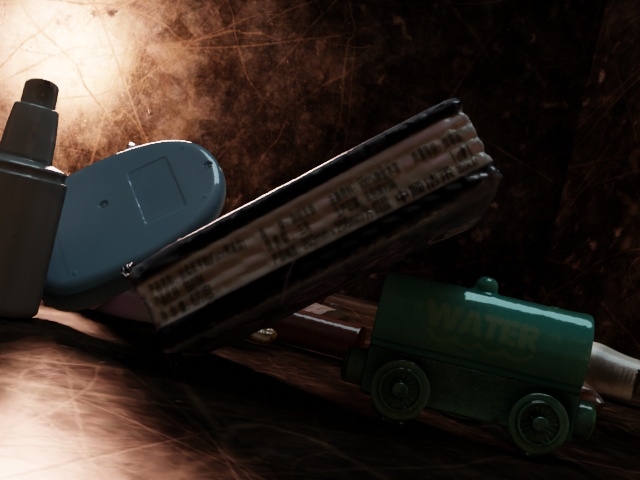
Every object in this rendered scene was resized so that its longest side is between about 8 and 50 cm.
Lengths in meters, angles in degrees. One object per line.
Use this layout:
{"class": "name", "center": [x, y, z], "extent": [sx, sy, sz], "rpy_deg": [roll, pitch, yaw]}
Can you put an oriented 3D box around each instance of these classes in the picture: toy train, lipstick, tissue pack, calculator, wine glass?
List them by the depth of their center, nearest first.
{"class": "toy train", "center": [0.149, 0.113, 0.837], "extent": [0.248, 0.159, 0.101], "rpy_deg": [12, -6, 6]}
{"class": "tissue pack", "center": [0.000, 0.000, 0.897], "extent": [0.361, 0.122, 0.259], "rpy_deg": [-28, -5, 1]}
{"class": "calculator", "center": [-0.252, -0.017, 1.004], "extent": [0.188, 0.302, 0.042], "rpy_deg": [60, -5, 34]}
{"class": "lipstick", "center": [-0.108, 0.110, 1.271], "extent": [0.356, 0.057, 0.057], "rpy_deg": [13, -1, 19]}
{"class": "wine glass", "center": [0.492, 0.237, 1.619], "extent": [0.222, 0.103, 0.103], "rpy_deg": [15, 0, 35]}

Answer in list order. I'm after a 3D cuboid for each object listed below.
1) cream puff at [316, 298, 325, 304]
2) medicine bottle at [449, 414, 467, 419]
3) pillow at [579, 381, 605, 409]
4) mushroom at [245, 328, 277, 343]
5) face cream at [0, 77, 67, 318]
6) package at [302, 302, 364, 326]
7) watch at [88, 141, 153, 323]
{"class": "cream puff", "center": [-0.052, 0.123, 2.085], "extent": [0.149, 0.084, 0.149], "rpy_deg": [13, 3, -1]}
{"class": "medicine bottle", "center": [0.160, 0.150, 0.952], "extent": [0.052, 0.089, 0.052], "rpy_deg": [14, -1, 0]}
{"class": "pillow", "center": [0.237, 0.174, 1.124], "extent": [0.223, 0.084, 0.236], "rpy_deg": [15, 2, 4]}
{"class": "mushroom", "center": [-0.118, 0.101, 1.196], "extent": [0.129, 0.088, 0.073], "rpy_deg": [31, 26, -4]}
{"class": "face cream", "center": [-0.325, -0.048, 0.916], "extent": [0.101, 0.252, 0.101], "rpy_deg": [13, -1, 0]}
{"class": "package", "center": [-0.076, 0.120, 1.487], "extent": [0.204, 0.062, 0.251], "rpy_deg": [11, 2, 40]}
{"class": "watch", "center": [-0.264, -0.017, 1.178], "extent": [0.196, 0.231, 0.244], "rpy_deg": [12, 3, -17]}
